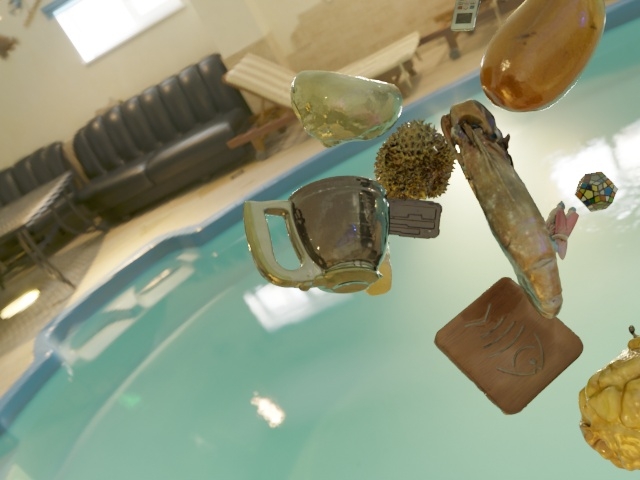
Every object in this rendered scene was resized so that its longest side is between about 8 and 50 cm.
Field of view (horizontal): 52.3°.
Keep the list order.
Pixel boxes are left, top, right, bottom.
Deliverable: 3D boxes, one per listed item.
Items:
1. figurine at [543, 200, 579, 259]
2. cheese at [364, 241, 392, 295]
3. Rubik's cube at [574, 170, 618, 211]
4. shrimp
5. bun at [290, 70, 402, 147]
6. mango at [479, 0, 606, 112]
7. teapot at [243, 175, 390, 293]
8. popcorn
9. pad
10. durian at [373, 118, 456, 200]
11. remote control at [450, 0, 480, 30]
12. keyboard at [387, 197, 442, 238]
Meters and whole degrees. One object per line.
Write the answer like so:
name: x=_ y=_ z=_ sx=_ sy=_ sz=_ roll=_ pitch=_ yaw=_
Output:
figurine: x=0.669 y=-0.039 z=1.969 sx=0.205 sy=0.103 sz=0.260 roll=36 pitch=63 yaw=21
cheese: x=0.150 y=0.061 z=1.789 sx=0.093 sy=0.123 sz=0.167 roll=4 pitch=29 yaw=-4
Rubik's cube: x=0.882 y=-0.158 z=2.092 sx=0.133 sy=0.133 sz=0.112 roll=-35 pitch=13 yaw=-11
shrimp: x=0.353 y=-0.064 z=1.240 sx=0.109 sy=0.446 sz=0.221 roll=-23 pitch=-10 yaw=10
bun: x=0.057 y=-0.309 z=1.578 sx=0.283 sy=0.179 sz=0.283 roll=8 pitch=12 yaw=-2
mango: x=0.471 y=-0.413 z=1.371 sx=0.317 sy=0.211 sz=0.173 roll=-59 pitch=21 yaw=22
teapot: x=0.019 y=-0.008 z=1.455 sx=0.239 sy=0.321 sz=0.240 roll=-29 pitch=58 yaw=38
popcorn: x=0.771 y=0.385 z=1.456 sx=0.348 sy=0.382 sz=0.349 roll=-33 pitch=-20 yaw=-13
pad: x=0.482 y=0.263 z=1.675 sx=0.286 sy=0.018 sz=0.284 roll=-38 pitch=61 yaw=-13
durian: x=0.280 y=-0.232 z=2.011 sx=0.258 sy=0.258 sz=0.293 roll=1 pitch=53 yaw=51
remote control: x=0.387 y=-0.622 z=1.700 sx=0.065 sy=0.029 sz=0.166 roll=8 pitch=79 yaw=27
keyboard: x=0.189 y=-0.062 z=1.730 sx=0.262 sy=0.106 sz=0.016 roll=5 pitch=11 yaw=3
